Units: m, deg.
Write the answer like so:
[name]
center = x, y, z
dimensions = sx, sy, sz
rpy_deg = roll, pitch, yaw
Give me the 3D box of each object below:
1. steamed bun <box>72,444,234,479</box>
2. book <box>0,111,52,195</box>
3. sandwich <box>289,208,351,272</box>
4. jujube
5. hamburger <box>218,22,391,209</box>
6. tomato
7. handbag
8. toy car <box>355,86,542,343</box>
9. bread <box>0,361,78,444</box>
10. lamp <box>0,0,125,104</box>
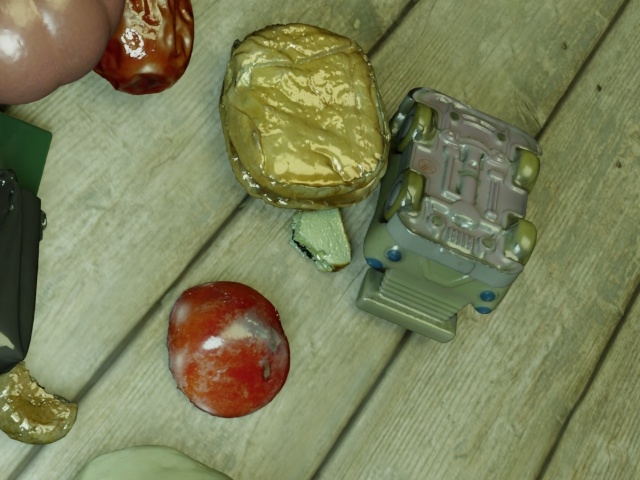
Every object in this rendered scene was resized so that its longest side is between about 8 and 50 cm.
[steamed bun]
center = -0.149, 0.427, 1.429
dimensions = 0.339, 0.247, 0.352
rpy_deg = 23, 58, -29
[book]
center = -0.488, -0.013, 1.472
dimensions = 0.260, 0.043, 0.371
rpy_deg = 23, 64, -29
[sandwich]
center = 0.000, 0.000, 1.811
dimensions = 0.093, 0.035, 0.105
rpy_deg = -17, 85, -38
[jujube]
center = -0.258, -0.327, 1.657
dimensions = 0.174, 0.174, 0.251
rpy_deg = -6, 76, -36
[hamburger]
center = -0.022, -0.182, 1.783
dimensions = 0.259, 0.144, 0.283
rpy_deg = 2, 75, -16
[tomato]
center = -0.114, 0.142, 1.642
dimensions = 0.173, 0.099, 0.189
rpy_deg = 1, 75, -37
[handbag]
center = -0.459, 0.008, 1.398
dimensions = 0.285, 0.113, 0.257
rpy_deg = 21, 58, -29
[toy car]
center = 0.190, -0.042, 1.871
dimensions = 0.242, 0.226, 0.336
rpy_deg = 22, 44, -10
[bread]
center = -0.358, 0.206, 1.474
dimensions = 0.113, 0.060, 0.082
rpy_deg = 45, 54, -12
[lamp]
center = -0.391, -0.288, 1.495
dimensions = 0.305, 0.240, 0.305
rpy_deg = -1, 54, 1
